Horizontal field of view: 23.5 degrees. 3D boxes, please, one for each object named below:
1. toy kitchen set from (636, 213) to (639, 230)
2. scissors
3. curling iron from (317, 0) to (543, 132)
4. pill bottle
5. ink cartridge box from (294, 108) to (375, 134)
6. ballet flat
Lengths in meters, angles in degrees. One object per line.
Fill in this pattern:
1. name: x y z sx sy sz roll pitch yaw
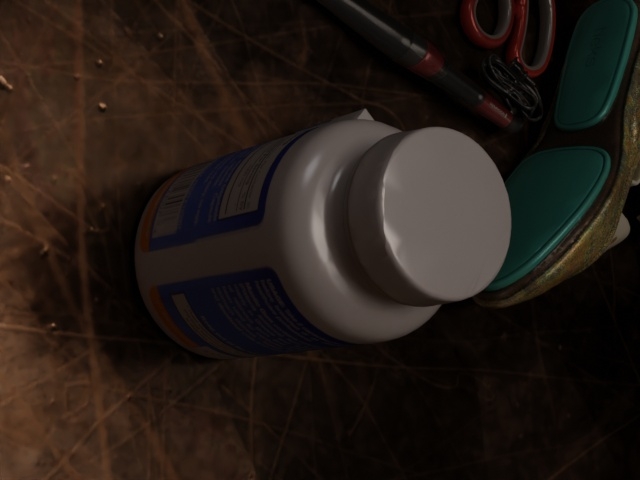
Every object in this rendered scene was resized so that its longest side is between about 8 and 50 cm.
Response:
1. toy kitchen set: 0.322 -0.059 1.460 0.075 0.083 0.068 46 21 -11
2. scissors: 0.183 -0.295 1.419 0.109 0.021 0.297 18 71 -32
3. curling iron: 0.081 -0.166 1.311 0.274 0.035 0.068 24 48 -28
4. pill bottle: 0.000 0.000 1.068 0.152 0.272 0.152 6 79 -37
5. ink cartridge box: 0.030 -0.034 1.213 0.122 0.088 0.052 53 53 -19
6. ballet flat: 0.240 -0.062 1.369 0.123 0.123 0.348 40 60 -26
